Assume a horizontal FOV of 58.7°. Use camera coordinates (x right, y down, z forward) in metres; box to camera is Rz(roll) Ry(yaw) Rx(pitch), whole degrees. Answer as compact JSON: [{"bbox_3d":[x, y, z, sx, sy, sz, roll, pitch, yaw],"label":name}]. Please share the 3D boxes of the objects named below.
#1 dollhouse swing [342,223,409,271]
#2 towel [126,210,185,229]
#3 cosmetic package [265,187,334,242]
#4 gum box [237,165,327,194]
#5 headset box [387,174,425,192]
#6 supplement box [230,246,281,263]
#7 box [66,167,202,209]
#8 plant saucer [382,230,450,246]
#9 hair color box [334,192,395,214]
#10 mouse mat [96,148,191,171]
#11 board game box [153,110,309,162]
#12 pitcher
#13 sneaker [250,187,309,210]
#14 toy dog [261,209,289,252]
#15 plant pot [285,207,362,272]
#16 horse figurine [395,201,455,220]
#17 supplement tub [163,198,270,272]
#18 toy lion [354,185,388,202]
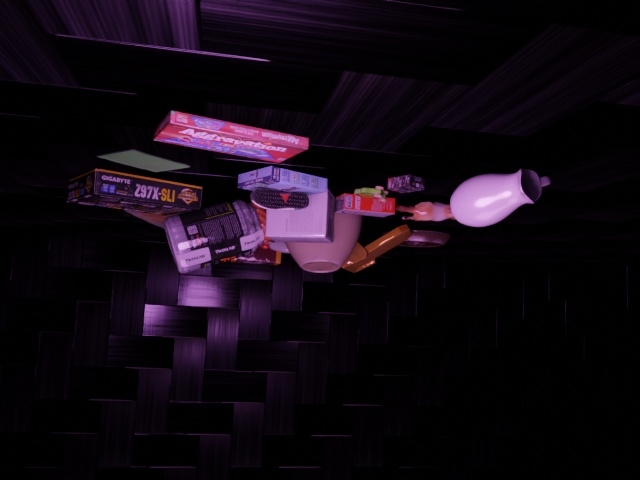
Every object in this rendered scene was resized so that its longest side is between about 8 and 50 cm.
[{"bbox_3d":[0.165,-0.036,2.392,0.315,0.305,0.347,45,-176,13],"label":"dollhouse swing"},{"bbox_3d":[-0.556,-0.078,2.154,0.272,0.040,0.370,-1,162,30],"label":"towel"},{"bbox_3d":[-0.059,-0.074,1.716,0.184,0.151,0.151,1,173,9],"label":"cosmetic package"},{"bbox_3d":[-0.101,-0.153,1.520,0.185,0.041,0.157,7,173,-39],"label":"gum box"},{"bbox_3d":[0.220,-0.146,1.478,0.062,0.032,0.083,9,172,-40],"label":"headset box"},{"bbox_3d":[-0.256,-0.003,2.278,0.194,0.191,0.129,5,174,-10],"label":"supplement box"},{"bbox_3d":[-0.560,-0.138,1.717,0.322,0.079,0.257,8,174,-38],"label":"box"},{"bbox_3d":[0.441,-0.004,2.618,0.311,0.050,0.310,3,175,0],"label":"plant saucer"},{"bbox_3d":[0.138,-0.109,1.768,0.167,0.053,0.093,3,175,-16],"label":"hair color box"},{"bbox_3d":[-0.441,-0.199,1.428,0.153,0.007,0.190,-1,174,35],"label":"mouse mat"},{"bbox_3d":[-0.181,-0.205,1.152,0.282,0.027,0.145,6,172,-28],"label":"board game box"},{"bbox_3d":[0.439,-0.110,1.385,0.178,0.125,0.207,-12,174,-43],"label":"pitcher"},{"bbox_3d":[-0.116,-0.103,1.525,0.161,0.057,0.075,2,169,-23],"label":"sneaker"},{"bbox_3d":[-0.258,-0.043,2.077,0.334,0.160,0.220,-7,-138,-17],"label":"toy dog"},{"bbox_3d":[0.000,0.000,1.904,0.284,0.190,0.284,1,160,0],"label":"plant pot"},{"bbox_3d":[0.354,-0.092,1.766,0.264,0.066,0.174,1,180,-5],"label":"horse figurine"},{"bbox_3d":[-0.337,-0.022,1.873,0.316,0.193,0.193,-17,179,-16],"label":"supplement tub"},{"bbox_3d":[0.142,-0.136,1.639,0.096,0.034,0.100,9,176,19],"label":"toy lion"}]
